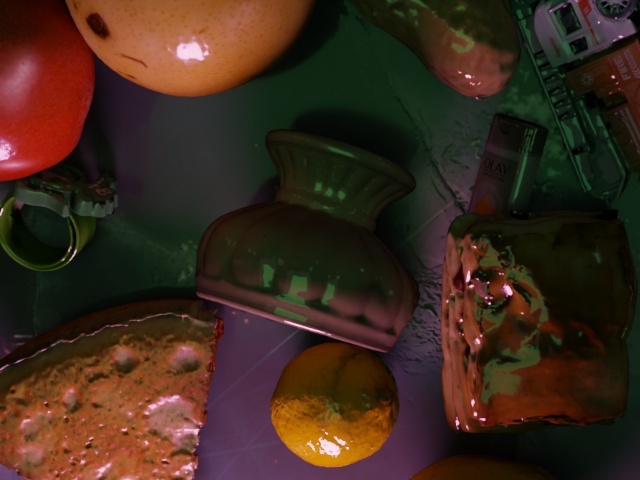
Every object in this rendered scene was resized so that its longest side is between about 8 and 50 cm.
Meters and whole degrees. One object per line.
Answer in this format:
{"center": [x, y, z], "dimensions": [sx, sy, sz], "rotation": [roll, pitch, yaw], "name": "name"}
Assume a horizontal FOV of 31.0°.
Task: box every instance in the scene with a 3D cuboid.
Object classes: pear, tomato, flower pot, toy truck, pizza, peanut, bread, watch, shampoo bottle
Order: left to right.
{"center": [-0.466, -0.235, 1.526], "dimensions": [0.341, 0.273, 0.341], "rotation": [15, 114, 38], "name": "tomato"}
{"center": [-0.383, -0.027, 1.672], "dimensions": [0.165, 0.131, 0.152], "rotation": [20, 114, 3], "name": "watch"}
{"center": [-0.303, 0.310, 1.725], "dimensions": [0.440, 0.130, 0.406], "rotation": [-22, 98, 1], "name": "pizza"}
{"center": [-0.161, -0.347, 1.456], "dimensions": [0.348, 0.348, 0.348], "rotation": [2, 102, 8], "name": "pear"}
{"center": [0.000, 0.000, 1.543], "dimensions": [0.307, 0.307, 0.244], "rotation": [17, 87, 5], "name": "flower pot"}
{"center": [0.138, -0.320, 1.530], "dimensions": [0.313, 0.149, 0.149], "rotation": [38, 104, 4], "name": "peanut"}
{"center": [0.247, -0.055, 1.594], "dimensions": [0.086, 0.056, 0.227], "rotation": [29, 110, 47], "name": "shampoo bottle"}
{"center": [0.303, 0.124, 1.533], "dimensions": [0.277, 0.167, 0.324], "rotation": [-3, 110, -18], "name": "bread"}
{"center": [0.374, -0.224, 1.516], "dimensions": [0.184, 0.133, 0.338], "rotation": [-23, 100, 31], "name": "toy truck"}

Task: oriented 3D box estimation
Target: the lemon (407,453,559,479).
{"center": [0.223, 0.428, 1.605], "dimensions": [0.322, 0.268, 0.268], "rotation": [6, 103, 24], "name": "lemon"}

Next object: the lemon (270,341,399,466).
{"center": [0.020, 0.229, 1.628], "dimensions": [0.180, 0.193, 0.180], "rotation": [0, 92, -11], "name": "lemon"}
